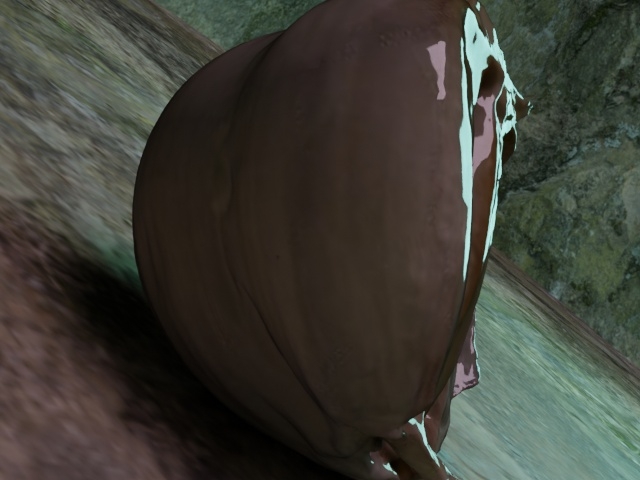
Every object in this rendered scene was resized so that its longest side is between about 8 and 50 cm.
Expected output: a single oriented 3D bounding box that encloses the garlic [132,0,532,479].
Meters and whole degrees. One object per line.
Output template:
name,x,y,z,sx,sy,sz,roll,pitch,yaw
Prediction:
garlic,0.000,0.000,0.431,0.142,0.178,0.229,9,-15,7
